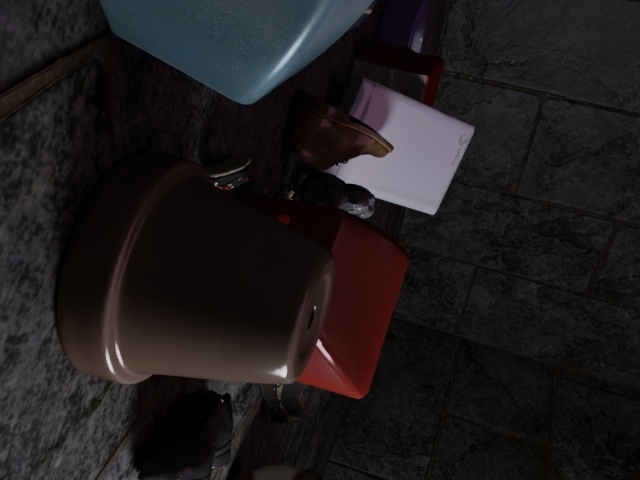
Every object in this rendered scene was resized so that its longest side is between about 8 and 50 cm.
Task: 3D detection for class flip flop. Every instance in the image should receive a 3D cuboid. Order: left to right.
[{"bbox_3d":[-0.081,0.330,1.613,0.277,0.112,0.080,88,-5,-49],"label":"flip flop"}]

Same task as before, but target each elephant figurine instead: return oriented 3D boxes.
[{"bbox_3d":[0.000,0.000,1.357,0.186,0.169,0.239,-54,160,-67],"label":"elephant figurine"}]

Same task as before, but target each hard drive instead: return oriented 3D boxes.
[{"bbox_3d":[0.171,-0.203,1.553,0.353,0.047,0.233,13,107,-37],"label":"hard drive"}]

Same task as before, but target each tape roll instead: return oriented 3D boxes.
[{"bbox_3d":[0.212,-0.514,1.870,0.275,0.090,0.274,15,90,-78],"label":"tape roll"}]

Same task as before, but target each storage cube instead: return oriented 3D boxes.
[{"bbox_3d":[0.173,-0.350,1.674,0.193,0.184,0.215,-52,156,-58],"label":"storage cube"}]

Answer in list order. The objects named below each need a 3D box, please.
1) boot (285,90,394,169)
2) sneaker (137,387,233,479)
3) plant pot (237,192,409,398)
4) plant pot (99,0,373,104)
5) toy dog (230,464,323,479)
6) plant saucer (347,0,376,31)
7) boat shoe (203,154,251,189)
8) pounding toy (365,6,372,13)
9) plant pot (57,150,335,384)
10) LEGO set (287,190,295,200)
[{"bbox_3d":[0.035,-0.192,1.347,0.305,0.112,0.115,10,108,-56],"label":"boot"},{"bbox_3d":[-0.195,0.293,1.049,0.286,0.109,0.130,66,34,-86],"label":"sneaker"},{"bbox_3d":[-0.040,0.065,1.109,0.267,0.267,0.236,-70,155,-20],"label":"plant pot"},{"bbox_3d":[-0.057,-0.269,0.600,0.252,0.248,0.247,-63,176,31],"label":"plant pot"},{"bbox_3d":[-0.087,0.670,1.589,0.408,0.285,0.395,93,4,-47],"label":"toy dog"},{"bbox_3d":[0.093,-0.525,1.432,0.195,0.037,0.195,15,90,-78],"label":"plant saucer"},{"bbox_3d":[-0.125,-0.089,0.952,0.133,0.049,0.042,-51,146,-73],"label":"boat shoe"},{"bbox_3d":[-0.002,-0.353,0.978,0.141,0.130,0.100,-63,164,-45],"label":"pounding toy"},{"bbox_3d":[-0.113,0.055,0.762,0.263,0.229,0.263,17,90,-79],"label":"plant pot"},{"bbox_3d":[-0.070,-0.059,1.329,0.083,0.023,0.054,-84,-167,-52],"label":"LEGO set"}]
